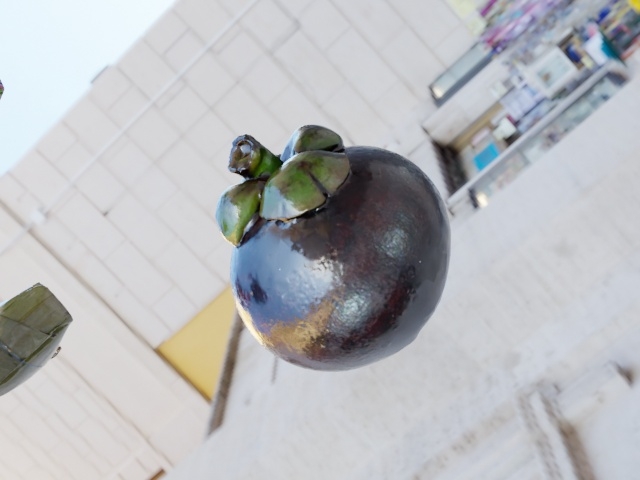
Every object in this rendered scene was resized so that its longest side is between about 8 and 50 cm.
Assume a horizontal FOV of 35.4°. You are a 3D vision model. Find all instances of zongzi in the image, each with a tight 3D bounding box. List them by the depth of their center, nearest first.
[{"bbox_3d":[-0.485,0.191,1.496,0.115,0.256,0.228,40,158,-6],"label":"zongzi"}]

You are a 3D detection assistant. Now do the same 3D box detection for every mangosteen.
[{"bbox_3d":[0.009,0.013,1.234,0.300,0.300,0.300,45,-165,-15],"label":"mangosteen"}]

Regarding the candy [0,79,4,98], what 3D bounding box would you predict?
[{"bbox_3d":[-0.698,-0.178,1.698,0.124,0.365,0.124,45,169,11],"label":"candy"}]
